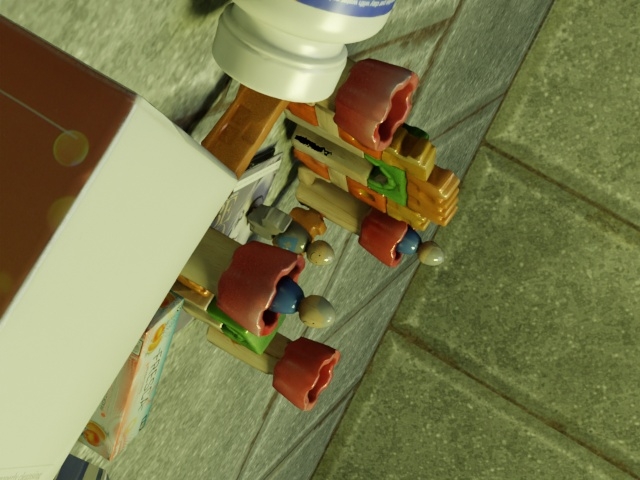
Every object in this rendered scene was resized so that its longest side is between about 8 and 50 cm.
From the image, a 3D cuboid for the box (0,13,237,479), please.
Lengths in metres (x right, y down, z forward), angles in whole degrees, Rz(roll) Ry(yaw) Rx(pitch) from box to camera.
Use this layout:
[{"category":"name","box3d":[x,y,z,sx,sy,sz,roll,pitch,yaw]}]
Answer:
[{"category":"box","box3d":[-0.234,0.047,0.566,0.345,0.215,0.168,-59,167,-3]}]

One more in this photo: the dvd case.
[{"category":"dvd case","box3d":[-0.121,0.007,1.330,0.164,0.018,0.221,-35,152,-60]}]

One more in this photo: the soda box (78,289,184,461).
[{"category":"soda box","box3d":[-0.182,0.115,1.051,0.063,0.058,0.183,-45,163,-50]}]

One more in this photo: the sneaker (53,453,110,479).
[{"category":"sneaker","box3d":[-0.314,0.310,0.983,0.127,0.182,0.315,105,7,-64]}]

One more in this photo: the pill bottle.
[{"category":"pill bottle","box3d":[0.004,-0.253,0.920,0.152,0.152,0.272,-38,155,-57]}]

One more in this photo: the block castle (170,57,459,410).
[{"category":"block castle","box3d":[0.000,0.000,1.256,0.303,0.213,0.453,-58,165,-13]}]
